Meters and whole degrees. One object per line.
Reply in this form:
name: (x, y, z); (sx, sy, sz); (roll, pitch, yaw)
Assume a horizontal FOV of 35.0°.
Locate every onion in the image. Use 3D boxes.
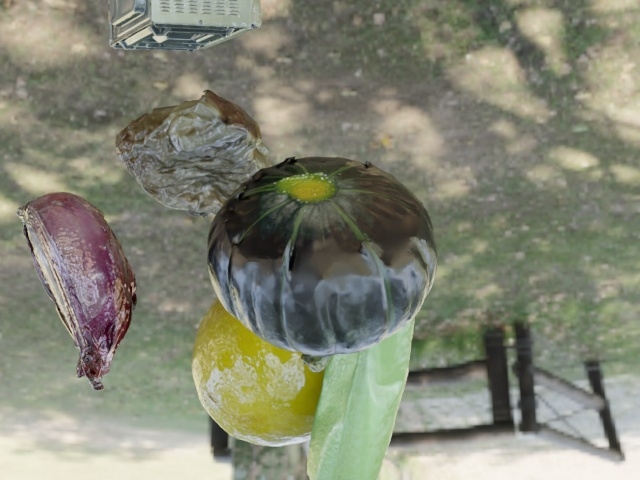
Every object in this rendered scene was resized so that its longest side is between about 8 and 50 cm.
onion: (-0.323, 0.066, 1.423); (0.120, 0.283, 0.227); (-19, -178, -21)

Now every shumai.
shumai: (-0.231, -0.215, 2.076); (0.346, 0.217, 0.283); (12, 138, -20)

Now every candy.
candy: (0.072, 0.267, 1.712); (0.142, 0.343, 0.132); (9, -168, -9)

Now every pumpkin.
pumpkin: (0.011, 0.039, 1.333); (0.296, 0.295, 0.296); (1, 155, 0)

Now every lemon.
lemon: (-0.083, 0.226, 1.918); (0.348, 0.347, 0.348); (1, 155, 0)

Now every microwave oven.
microwave oven: (-0.216, -0.361, 1.503); (0.194, 0.145, 0.240); (-6, -175, -25)
